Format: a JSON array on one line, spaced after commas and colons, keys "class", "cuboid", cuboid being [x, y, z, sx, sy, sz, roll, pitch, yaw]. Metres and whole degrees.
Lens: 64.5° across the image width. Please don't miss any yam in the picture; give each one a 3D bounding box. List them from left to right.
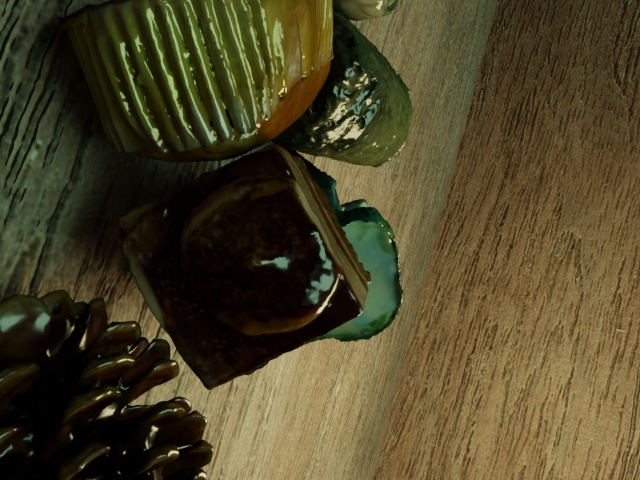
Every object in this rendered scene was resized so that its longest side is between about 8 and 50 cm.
[{"class": "yam", "cuboid": [0.025, -0.218, 0.772, 0.300, 0.195, 0.195, -6, 107, -66]}]

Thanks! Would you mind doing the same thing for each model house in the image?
[{"class": "model house", "cuboid": [0.000, 0.000, 0.829, 0.241, 0.226, 0.261, -96, 178, -48]}]

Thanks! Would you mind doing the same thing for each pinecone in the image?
[{"class": "pinecone", "cuboid": [-0.205, 0.184, 0.393, 0.264, 0.264, 0.264, -40, 135, -54]}]

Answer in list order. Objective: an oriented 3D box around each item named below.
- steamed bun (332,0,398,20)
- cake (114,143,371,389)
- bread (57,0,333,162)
[{"class": "steamed bun", "cuboid": [0.020, -0.415, 0.735, 0.218, 0.144, 0.211, 48, 43, -25]}, {"class": "cake", "cuboid": [-0.069, 0.028, 0.520, 0.196, 0.199, 0.293, 63, 6, -2]}, {"class": "bread", "cuboid": [-0.092, -0.182, 0.514, 0.288, 0.204, 0.156, -56, 141, -50]}]
